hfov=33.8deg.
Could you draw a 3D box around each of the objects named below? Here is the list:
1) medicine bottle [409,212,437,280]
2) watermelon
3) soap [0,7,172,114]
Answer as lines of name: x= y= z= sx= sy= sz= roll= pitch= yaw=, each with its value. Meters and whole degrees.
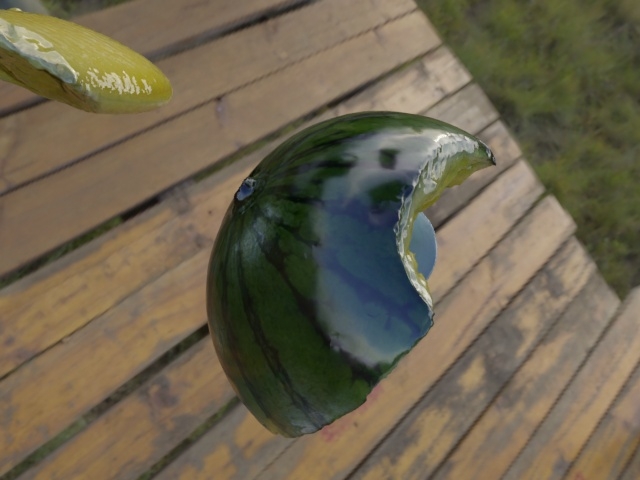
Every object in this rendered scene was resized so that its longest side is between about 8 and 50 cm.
medicine bottle: x=0.083 y=0.016 z=1.482 sx=0.147 sy=0.143 sz=0.147 roll=0 pitch=85 yaw=-4
watermelon: x=0.000 y=0.000 z=0.970 sx=0.189 sy=0.331 sz=0.331 roll=46 pitch=41 yaw=-12
soap: x=-0.408 y=-0.282 z=1.669 sx=0.306 sy=0.115 sz=0.427 roll=23 pitch=13 yaw=14
